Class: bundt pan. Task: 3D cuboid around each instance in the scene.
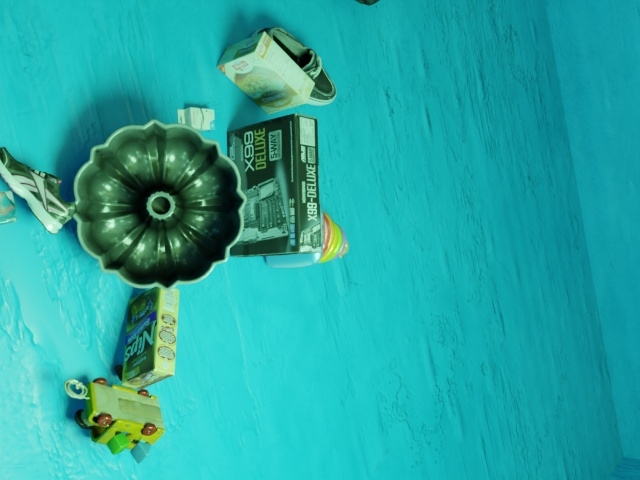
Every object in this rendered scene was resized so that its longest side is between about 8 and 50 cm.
[{"bbox_3d":[-0.317,-0.068,1.369,0.331,0.124,0.330,0,90,-12],"label":"bundt pan"}]

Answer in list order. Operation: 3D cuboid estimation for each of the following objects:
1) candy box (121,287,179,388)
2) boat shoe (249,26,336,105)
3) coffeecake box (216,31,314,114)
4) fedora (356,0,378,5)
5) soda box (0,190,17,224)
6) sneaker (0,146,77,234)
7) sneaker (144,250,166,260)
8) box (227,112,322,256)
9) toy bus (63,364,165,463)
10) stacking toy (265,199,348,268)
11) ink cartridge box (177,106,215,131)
[{"bbox_3d":[-0.338,0.191,1.370,0.053,0.109,0.186,27,47,-42],"label":"candy box"},{"bbox_3d":[-0.046,-0.451,1.773,0.301,0.102,0.108,33,64,-39],"label":"boat shoe"},{"bbox_3d":[-0.131,-0.398,1.652,0.185,0.142,0.068,39,59,-36],"label":"coffeecake box"},{"bbox_3d":[0.113,-0.774,1.897,0.152,0.334,0.334,-46,123,-3],"label":"fedora"},{"bbox_3d":[-0.622,-0.045,1.168,0.183,0.063,0.058,-14,97,-46],"label":"soda box"},{"bbox_3d":[-0.515,-0.100,1.250,0.077,0.072,0.178,-40,103,-16],"label":"sneaker"},{"bbox_3d":[-0.318,0.050,1.484,0.152,0.054,0.061,1,88,-47],"label":"sneaker"},{"bbox_3d":[-0.110,-0.118,1.579,0.077,0.242,0.307,1,87,-46],"label":"box"},{"bbox_3d":[-0.406,0.345,1.331,0.202,0.104,0.191,45,17,3],"label":"toy bus"},{"bbox_3d":[0.000,0.000,1.773,0.302,0.166,0.175,18,69,-59],"label":"stacking toy"},{"bbox_3d":[-0.283,-0.276,1.566,0.083,0.028,0.048,-5,90,-46],"label":"ink cartridge box"}]
